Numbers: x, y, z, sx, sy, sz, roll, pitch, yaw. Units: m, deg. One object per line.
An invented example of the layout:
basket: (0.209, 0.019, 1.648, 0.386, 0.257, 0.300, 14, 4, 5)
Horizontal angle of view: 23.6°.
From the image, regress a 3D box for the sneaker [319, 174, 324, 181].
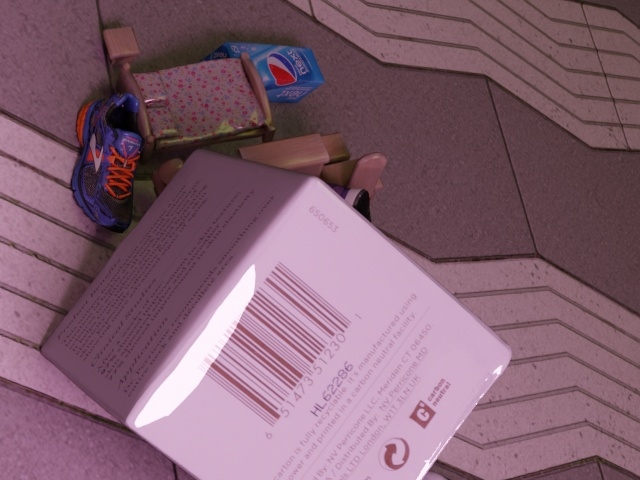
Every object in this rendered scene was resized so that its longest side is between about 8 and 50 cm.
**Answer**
sneaker: (-0.079, 0.024, 2.167, 0.112, 0.131, 0.296, 44, 57, 12)

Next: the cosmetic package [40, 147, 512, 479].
cosmetic package: (-0.063, 0.126, 1.764, 0.327, 0.394, 0.329, 40, 82, -23)

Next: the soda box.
soda box: (-0.091, -0.263, 2.400, 0.210, 0.071, 0.067, -6, 69, -52)

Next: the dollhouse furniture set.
dollhouse furniture set: (-0.103, -0.204, 2.117, 0.303, 0.174, 0.355, -12, 64, -21)

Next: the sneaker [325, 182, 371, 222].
sneaker: (0.000, 0.000, 2.069, 0.124, 0.283, 0.107, 16, 61, 12)

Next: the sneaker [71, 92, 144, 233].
sneaker: (-0.278, -0.110, 2.042, 0.083, 0.087, 0.221, 20, 50, -41)

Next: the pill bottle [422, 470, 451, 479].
pill bottle: (0.165, 0.393, 2.180, 0.187, 0.112, 0.112, 33, 42, -32)
